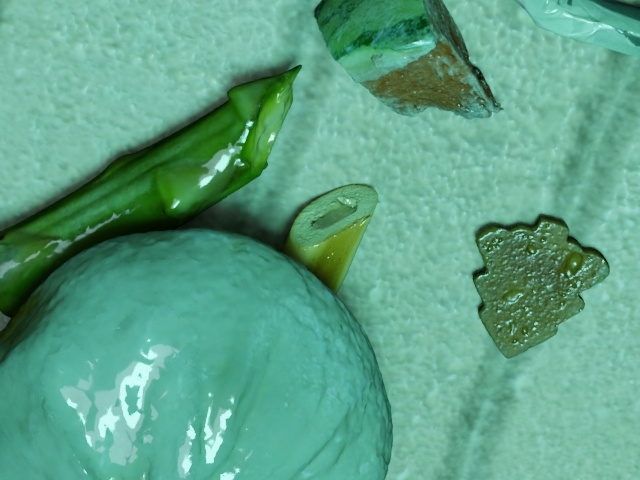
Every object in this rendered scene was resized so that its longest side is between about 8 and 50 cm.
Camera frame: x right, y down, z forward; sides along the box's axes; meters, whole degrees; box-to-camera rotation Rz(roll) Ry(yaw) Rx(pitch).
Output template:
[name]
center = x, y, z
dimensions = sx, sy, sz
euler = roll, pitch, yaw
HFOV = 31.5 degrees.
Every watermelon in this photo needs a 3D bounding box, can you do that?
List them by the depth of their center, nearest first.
[watermelon]
center = 0.062, -0.155, 0.878
dimensions = 0.098, 0.121, 0.158
euler = -27, 155, 24

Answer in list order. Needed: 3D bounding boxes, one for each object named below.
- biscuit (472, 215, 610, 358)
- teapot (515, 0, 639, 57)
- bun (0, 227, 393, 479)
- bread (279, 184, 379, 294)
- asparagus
[biscuit]
center = 0.176, 0.040, 0.964
dimensions = 0.119, 0.019, 0.130
euler = 16, 109, -8
[teapot]
center = 0.231, -0.244, 0.809
dimensions = 0.178, 0.221, 0.163
euler = 8, 72, 6
[bun]
center = -0.110, 0.165, 0.882
dimensions = 0.362, 0.211, 0.362
euler = -2, 123, -3
[bread]
center = 0.000, -0.001, 0.927
dimensions = 0.062, 0.049, 0.103
euler = 10, 112, -34
[asparagus]
center = -0.150, -0.029, 0.904
dimensions = 0.343, 0.082, 0.085
euler = -27, 73, 8
